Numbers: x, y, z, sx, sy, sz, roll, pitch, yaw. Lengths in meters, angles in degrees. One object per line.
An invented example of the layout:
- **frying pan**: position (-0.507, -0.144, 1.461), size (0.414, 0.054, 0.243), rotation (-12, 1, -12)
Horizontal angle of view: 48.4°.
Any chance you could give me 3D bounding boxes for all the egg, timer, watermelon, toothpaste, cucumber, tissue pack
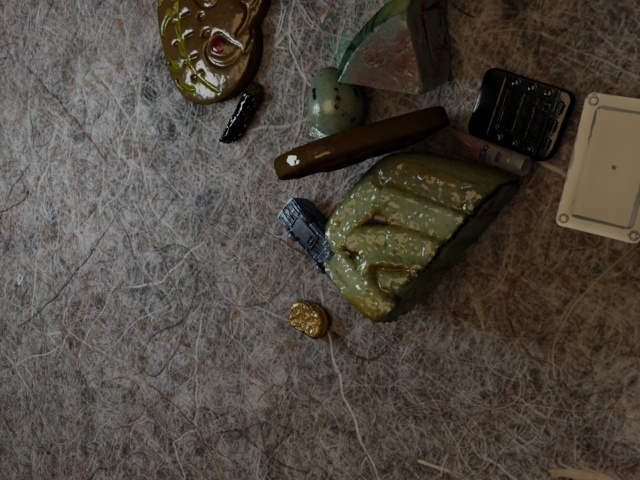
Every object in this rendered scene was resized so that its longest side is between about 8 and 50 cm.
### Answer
- **egg**: position (0.027, -0.311, 1.590), size (0.131, 0.131, 0.164), rotation (-37, 61, 30)
- **timer**: position (0.395, -0.248, 1.403), size (0.187, 0.055, 0.144), rotation (29, 116, 32)
- **watermelon**: position (0.164, -0.380, 1.481), size (0.262, 0.213, 0.201), rotation (-36, 92, 36)
- **toothpaste**: position (0.331, -0.177, 1.433), size (0.194, 0.043, 0.067), rotation (28, 144, 42)
- **cucumber**: position (-0.199, -0.314, 1.783), size (0.053, 0.053, 0.181), rotation (47, 119, 20)
- **tissue pack**: position (0.537, -0.130, 1.273), size (0.159, 0.136, 0.246), rotation (18, 105, 31)

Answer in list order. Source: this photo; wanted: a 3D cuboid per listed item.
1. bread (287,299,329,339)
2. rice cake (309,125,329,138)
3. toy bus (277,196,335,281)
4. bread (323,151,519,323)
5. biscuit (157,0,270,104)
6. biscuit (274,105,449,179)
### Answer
- **bread**: position (-0.028, 0.190, 1.723), size (0.111, 0.044, 0.083), rotation (25, 106, 31)
- **rice cake**: position (0.049, -0.236, 1.638), size (0.171, 0.033, 0.029), rotation (19, 106, 30)
- **toy bus**: position (0.003, -0.002, 1.656), size (0.236, 0.094, 0.079), rotation (48, 124, 21)
- **bread**: position (0.178, -0.047, 1.451), size (0.264, 0.239, 0.395), rotation (44, 108, 22)
- **biscuit**: position (-0.276, -0.552, 1.795), size (0.350, 0.070, 0.394), rotation (-22, 82, 32)
- **biscuit**: position (0.076, -0.186, 1.439), size (0.314, 0.367, 0.063), rotation (-16, 93, 67)
